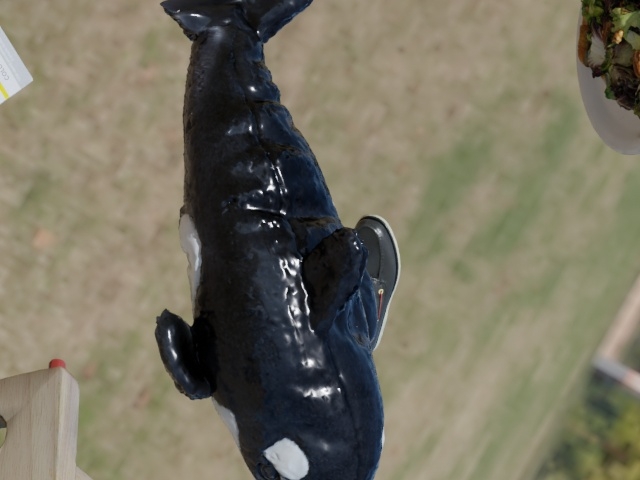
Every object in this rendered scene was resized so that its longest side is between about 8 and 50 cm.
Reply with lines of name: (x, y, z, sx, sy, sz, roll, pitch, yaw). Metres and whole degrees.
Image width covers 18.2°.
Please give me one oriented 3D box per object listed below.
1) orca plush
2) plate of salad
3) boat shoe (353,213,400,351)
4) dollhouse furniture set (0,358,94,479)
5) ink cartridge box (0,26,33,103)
orca plush: (0.000, 0.000, 1.042, 0.151, 0.102, 0.287, 10, 75, -41)
plate of salad: (0.271, -0.177, 1.798, 0.200, 0.048, 0.200, 180, -90, -67)
boat shoe: (0.035, 0.043, 1.681, 0.042, 0.049, 0.133, -34, 138, -57)
dollhouse furniture set: (-0.136, 0.148, 0.699, 0.129, 0.183, 0.129, 51, 27, -44)
ink cartridge box: (-0.371, -0.130, 1.759, 0.209, 0.109, 0.062, -37, -156, -18)
